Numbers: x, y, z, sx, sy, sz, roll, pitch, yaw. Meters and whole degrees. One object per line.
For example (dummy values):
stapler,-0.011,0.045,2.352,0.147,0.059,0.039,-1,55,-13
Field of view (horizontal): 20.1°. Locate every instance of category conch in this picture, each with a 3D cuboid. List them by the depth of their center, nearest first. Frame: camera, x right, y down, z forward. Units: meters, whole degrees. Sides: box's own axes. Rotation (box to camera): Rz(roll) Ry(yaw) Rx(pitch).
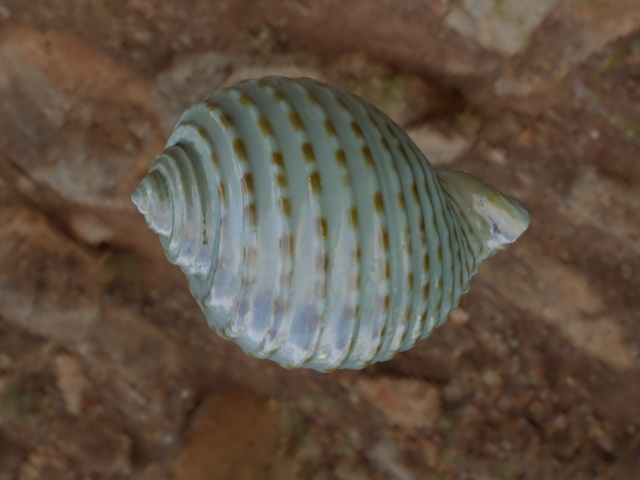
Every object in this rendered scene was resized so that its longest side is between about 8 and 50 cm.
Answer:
conch,-0.003,0.004,0.728,0.153,0.102,0.135,28,143,-11
